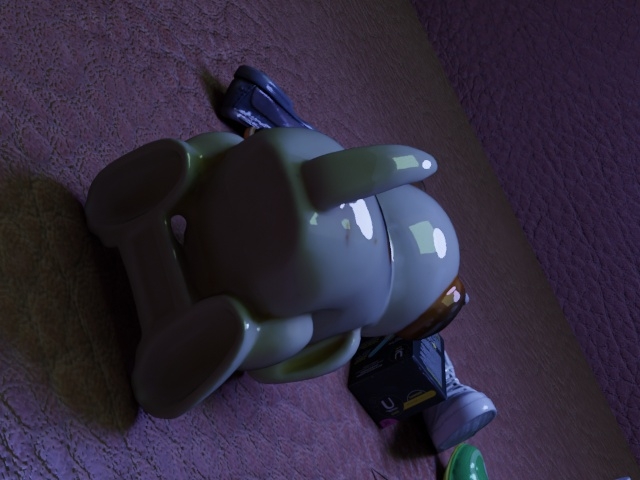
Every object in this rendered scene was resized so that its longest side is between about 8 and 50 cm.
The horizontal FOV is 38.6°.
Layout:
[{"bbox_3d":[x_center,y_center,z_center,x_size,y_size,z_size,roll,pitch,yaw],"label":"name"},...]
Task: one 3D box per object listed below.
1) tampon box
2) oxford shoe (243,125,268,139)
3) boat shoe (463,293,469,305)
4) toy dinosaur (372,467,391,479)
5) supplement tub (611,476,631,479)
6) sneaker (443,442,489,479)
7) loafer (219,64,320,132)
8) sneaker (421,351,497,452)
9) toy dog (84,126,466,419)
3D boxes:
[{"bbox_3d":[0.126,0.196,1.462,0.101,0.120,0.161,53,22,-21],"label":"tampon box"},{"bbox_3d":[0.011,-0.059,1.495,0.363,0.133,0.130,51,23,-27],"label":"oxford shoe"},{"bbox_3d":[0.196,0.093,1.804,0.117,0.096,0.324,26,-6,34],"label":"boat shoe"},{"bbox_3d":[0.138,0.424,1.285,0.112,0.064,0.211,45,26,-36],"label":"toy dinosaur"},{"bbox_3d":[0.616,0.672,1.879,0.228,0.228,0.316,9,55,-65],"label":"supplement tub"},{"bbox_3d":[0.282,0.465,1.489,0.109,0.124,0.295,45,26,-40],"label":"sneaker"},{"bbox_3d":[-0.066,-0.172,1.554,0.109,0.095,0.302,22,-15,44],"label":"loafer"},{"bbox_3d":[0.198,0.251,1.513,0.292,0.108,0.169,95,-29,-70],"label":"sneaker"},{"bbox_3d":[0.000,0.000,1.053,0.408,0.395,0.284,9,46,-55],"label":"toy dog"}]
